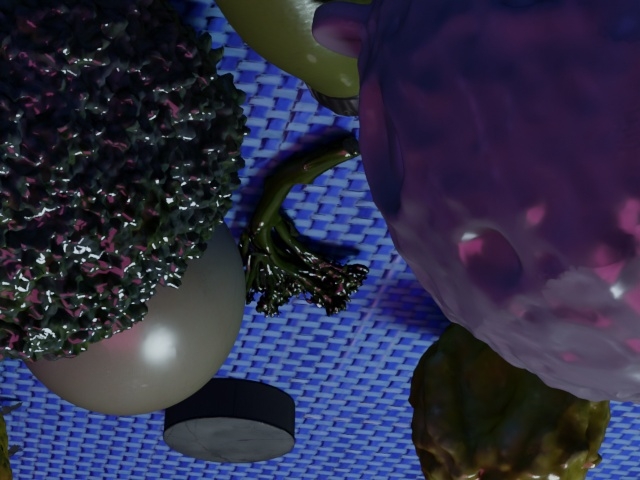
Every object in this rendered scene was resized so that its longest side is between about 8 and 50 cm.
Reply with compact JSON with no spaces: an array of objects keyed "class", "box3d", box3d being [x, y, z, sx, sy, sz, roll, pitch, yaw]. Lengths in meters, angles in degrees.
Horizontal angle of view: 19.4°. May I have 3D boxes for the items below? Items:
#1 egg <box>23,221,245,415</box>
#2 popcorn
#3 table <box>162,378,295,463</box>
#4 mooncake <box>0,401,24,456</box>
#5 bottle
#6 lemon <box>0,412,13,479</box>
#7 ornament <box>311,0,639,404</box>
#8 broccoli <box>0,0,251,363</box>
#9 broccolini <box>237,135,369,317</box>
[{"class":"egg","box3d":[-0.149,0.038,1.432,0.186,0.186,0.242,6,162,-7]},{"class":"popcorn","box3d":[0.169,0.150,1.647,0.197,0.198,0.156,-6,146,15]},{"class":"table","box3d":[-0.091,0.183,1.895,0.133,0.043,0.133,2,154,1]},{"class":"mooncake","box3d":[-0.241,0.140,1.818,0.150,0.057,0.347,23,143,-12]},{"class":"bottle","box3d":[-0.010,-0.161,1.101,0.112,0.112,0.260,-6,154,16]},{"class":"lemon","box3d":[-0.435,0.213,1.740,0.310,0.258,0.258,-11,152,12]},{"class":"ornament","box3d":[0.192,-0.077,1.000,0.337,0.337,0.337,2,154,1]},{"class":"broccoli","box3d":[-0.177,-0.091,1.165,0.249,0.302,0.375,-42,162,28]},{"class":"broccolini","box3d":[0.001,-0.004,1.501,0.123,0.062,0.271,0,153,-19]}]
